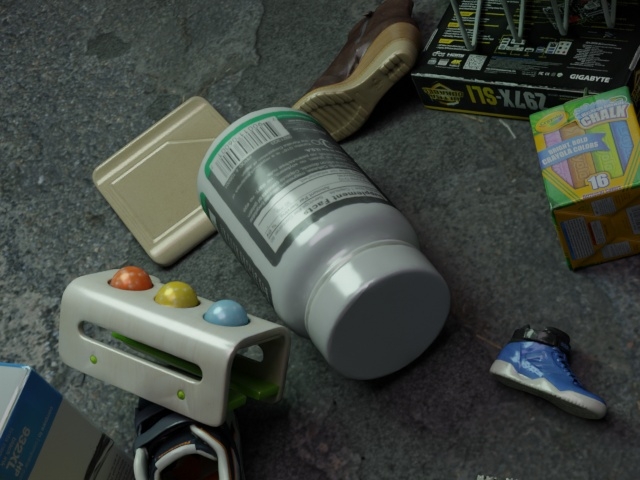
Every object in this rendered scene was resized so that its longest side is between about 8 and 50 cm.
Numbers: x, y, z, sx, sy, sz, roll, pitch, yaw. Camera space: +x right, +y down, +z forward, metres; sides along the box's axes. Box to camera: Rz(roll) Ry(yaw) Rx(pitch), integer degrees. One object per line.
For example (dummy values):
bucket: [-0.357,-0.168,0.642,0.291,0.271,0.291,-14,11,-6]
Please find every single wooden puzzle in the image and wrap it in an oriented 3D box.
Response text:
wooden puzzle: [-0.207,-0.090,1.887,0.221,0.044,0.238,-38,51,-7]

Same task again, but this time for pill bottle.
pill bottle: [0.000,0.000,1.596,0.204,0.204,0.361,-35,47,-4]

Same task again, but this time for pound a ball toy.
pound a ball toy: [-0.179,0.104,1.591,0.319,0.208,0.135,18,108,32]

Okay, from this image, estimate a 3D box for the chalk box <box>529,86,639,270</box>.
chalk box: [0.342,-0.095,1.555,0.132,0.132,0.213,-16,47,14]

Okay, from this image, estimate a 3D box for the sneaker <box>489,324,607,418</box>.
sneaker: [0.276,0.145,1.443,0.152,0.058,0.084,20,73,43]

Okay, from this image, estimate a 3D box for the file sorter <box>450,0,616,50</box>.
file sorter: [0.316,-0.384,1.669,0.278,0.173,0.192,-6,50,22]

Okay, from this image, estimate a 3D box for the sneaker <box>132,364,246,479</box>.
sneaker: [-0.164,0.251,1.531,0.126,0.127,0.321,-31,45,1]

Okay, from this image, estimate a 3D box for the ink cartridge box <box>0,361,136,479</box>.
ink cartridge box: [-0.374,0.267,1.494,0.223,0.307,0.129,1,57,27]

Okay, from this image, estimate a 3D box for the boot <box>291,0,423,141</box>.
boot: [0.049,-0.254,1.877,0.248,0.090,0.207,-34,26,20]

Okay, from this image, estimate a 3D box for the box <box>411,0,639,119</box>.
box: [0.322,-0.287,1.759,0.322,0.079,0.257,11,57,32]

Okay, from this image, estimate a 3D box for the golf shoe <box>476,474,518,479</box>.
golf shoe: [0.246,0.304,1.341,0.176,0.069,0.086,1,74,30]
